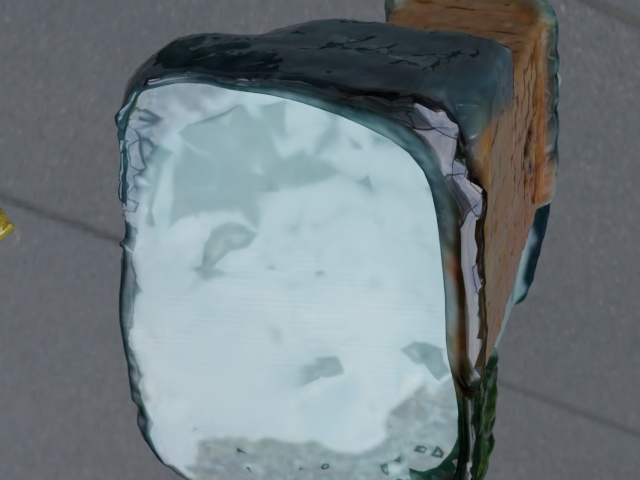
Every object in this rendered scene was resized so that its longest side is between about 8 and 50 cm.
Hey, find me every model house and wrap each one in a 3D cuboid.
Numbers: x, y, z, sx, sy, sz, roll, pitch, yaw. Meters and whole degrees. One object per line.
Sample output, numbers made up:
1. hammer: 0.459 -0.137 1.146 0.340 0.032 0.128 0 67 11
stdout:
1. model house: 0.040 -0.034 0.742 0.184 0.291 0.253 11 128 22

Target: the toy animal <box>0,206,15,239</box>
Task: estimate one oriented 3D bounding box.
1. toy animal: -0.357 -0.055 1.305 0.083 0.070 0.159 -34 82 -6
